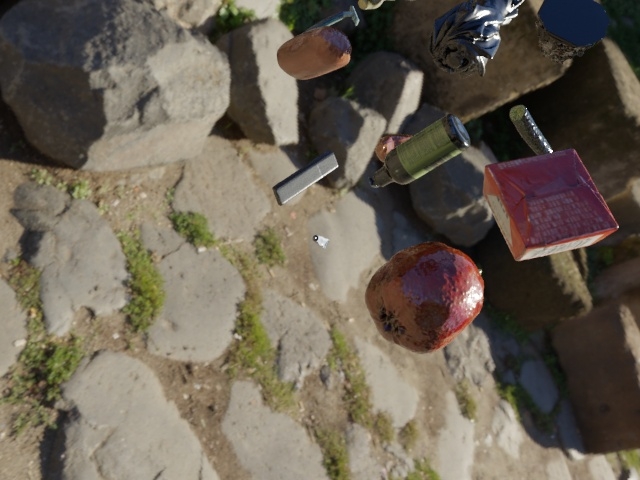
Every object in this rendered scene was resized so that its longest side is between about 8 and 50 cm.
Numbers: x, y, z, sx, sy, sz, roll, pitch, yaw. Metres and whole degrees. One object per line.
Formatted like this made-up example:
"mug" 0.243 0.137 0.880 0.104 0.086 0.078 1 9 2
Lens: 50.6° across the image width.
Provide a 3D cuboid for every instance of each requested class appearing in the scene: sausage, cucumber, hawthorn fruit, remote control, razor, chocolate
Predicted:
"sausage" 0.232 -0.286 2.095 0.179 0.089 0.089 -15 77 -45
"cucumber" 0.612 -0.300 1.947 0.214 0.052 0.058 43 34 -34
"hawthorn fruit" 0.212 0.096 1.281 0.253 0.205 0.205 -29 89 -32
"remote control" -0.040 -0.177 1.898 0.245 0.025 0.063 -38 115 -33
"razor" 0.005 -0.560 1.781 0.037 0.191 0.068 55 17 -48
"chocolate" 0.501 -0.420 1.400 0.156 0.133 0.156 2 65 -5
"sausage" -0.013 -0.307 1.117 0.077 0.194 0.077 -2 94 -26
"chocolate" 0.517 -0.080 1.560 0.237 0.108 0.235 -13 61 -11

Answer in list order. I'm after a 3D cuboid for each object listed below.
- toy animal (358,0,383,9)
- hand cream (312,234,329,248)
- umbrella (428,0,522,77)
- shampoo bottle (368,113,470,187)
"toy animal" 0.132 -0.648 1.545 0.168 0.121 0.233 -27 100 -26
"hand cream" 0.000 0.000 1.920 0.030 0.019 0.093 -65 157 -2
"umbrella" 0.290 -0.401 1.150 0.118 0.118 0.340 46 60 -18
"shampoo bottle" 0.244 -0.214 1.748 0.101 0.283 0.101 40 33 -33
